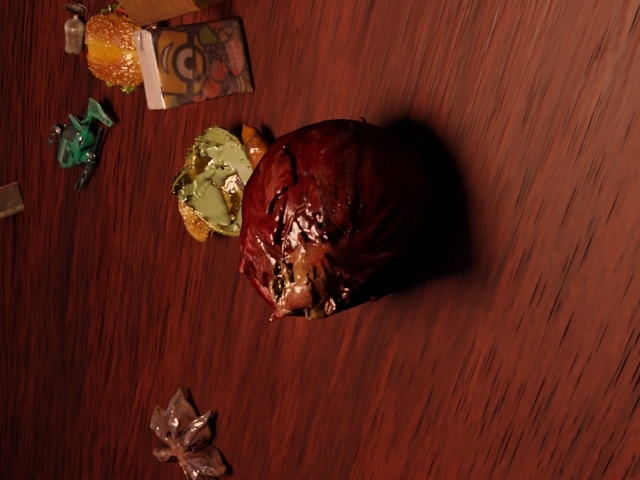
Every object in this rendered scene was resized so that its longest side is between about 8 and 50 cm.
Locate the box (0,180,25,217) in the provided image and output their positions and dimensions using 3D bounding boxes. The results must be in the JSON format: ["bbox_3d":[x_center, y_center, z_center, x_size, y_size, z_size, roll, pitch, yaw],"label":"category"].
[{"bbox_3d":[-0.641,-0.075,2.492,0.060,0.085,0.063,-10,100,56],"label":"box"}]

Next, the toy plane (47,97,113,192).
[{"bbox_3d":[-0.413,-0.175,2.144,0.096,0.060,0.235,55,145,14],"label":"toy plane"}]

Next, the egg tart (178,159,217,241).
[{"bbox_3d":[-0.171,-0.064,1.848,0.129,0.049,0.128,28,123,54],"label":"egg tart"}]

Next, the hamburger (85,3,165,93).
[{"bbox_3d":[-0.302,-0.290,1.910,0.166,0.087,0.137,23,122,49],"label":"hamburger"}]

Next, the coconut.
[{"bbox_3d":[-0.140,-0.081,1.754,0.133,0.055,0.158,-9,89,24],"label":"coconut"}]

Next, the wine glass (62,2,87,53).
[{"bbox_3d":[-0.415,-0.355,2.091,0.039,0.042,0.083,-98,17,-48],"label":"wine glass"}]

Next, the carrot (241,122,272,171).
[{"bbox_3d":[-0.053,-0.049,1.679,0.059,0.059,0.247,-43,63,53],"label":"carrot"}]

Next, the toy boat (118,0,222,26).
[{"bbox_3d":[-0.195,-0.370,1.684,0.445,0.136,0.162,7,85,56],"label":"toy boat"}]

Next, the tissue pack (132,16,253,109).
[{"bbox_3d":[-0.172,-0.241,1.688,0.060,0.148,0.108,1,104,54],"label":"tissue pack"}]

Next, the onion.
[{"bbox_3d":[0.004,-0.014,1.461,0.281,0.221,0.281,-54,16,24],"label":"onion"}]

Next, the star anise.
[{"bbox_3d":[-0.225,0.333,2.068,0.208,0.063,0.171,34,128,44],"label":"star anise"}]
